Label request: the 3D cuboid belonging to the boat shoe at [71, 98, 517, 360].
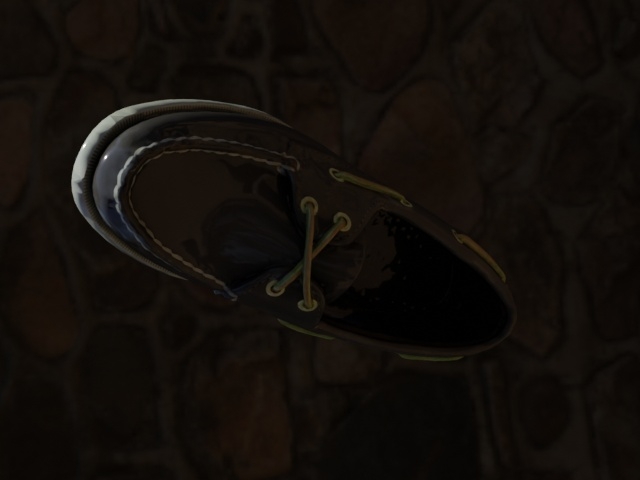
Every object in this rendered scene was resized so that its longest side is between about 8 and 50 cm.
[{"bbox_3d":[0.000,0.000,0.533,0.068,0.227,0.081,33,101,48],"label":"boat shoe"}]
